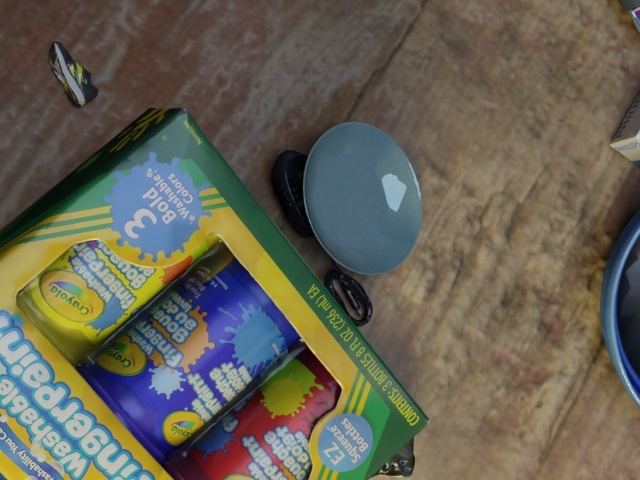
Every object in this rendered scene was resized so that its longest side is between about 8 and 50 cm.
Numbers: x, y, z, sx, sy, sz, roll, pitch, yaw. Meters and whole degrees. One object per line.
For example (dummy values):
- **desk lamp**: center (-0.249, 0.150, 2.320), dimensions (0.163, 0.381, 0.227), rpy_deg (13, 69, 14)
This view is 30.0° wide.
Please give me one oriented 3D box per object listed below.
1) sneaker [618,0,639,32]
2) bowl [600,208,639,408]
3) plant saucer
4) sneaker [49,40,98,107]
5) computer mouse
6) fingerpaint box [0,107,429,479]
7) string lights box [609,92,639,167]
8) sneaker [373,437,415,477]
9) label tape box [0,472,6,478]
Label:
- **sneaker**: center (0.402, -0.380, 1.607), dimensions (0.323, 0.130, 0.236), rpy_deg (-12, 84, -23)
- **bowl**: center (0.560, 0.085, 1.592), dimensions (0.391, 0.077, 0.391), rpy_deg (-1, 98, -8)
- **plant saucer**: center (0.045, -0.050, 1.495), dimensions (0.195, 0.037, 0.194), rpy_deg (8, 77, -38)
- **sneaker**: center (-0.296, -0.201, 1.432), dimensions (0.035, 0.031, 0.083), rpy_deg (-28, 97, -31)
- **computer mouse**: center (0.000, 0.000, 1.500), dimensions (0.071, 0.041, 0.242), rpy_deg (-27, 98, -40)
- **fingerpaint box**: center (-0.165, 0.143, 1.268), dimensions (0.371, 0.163, 0.444), rpy_deg (-41, 107, -12)
- **string lights box**: center (0.545, -0.117, 1.653), dimensions (0.260, 0.077, 0.133), rpy_deg (34, 79, -11)
- **sneaker**: center (0.048, 0.289, 1.459), dimensions (0.121, 0.079, 0.216), rpy_deg (27, 76, -11)
- **label tape box**: center (-0.402, 0.397, 1.294), dimensions (0.249, 0.115, 0.347), rpy_deg (30, 78, -12)
